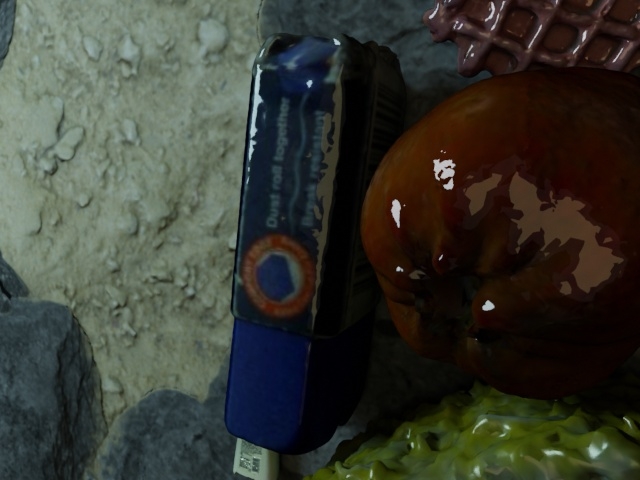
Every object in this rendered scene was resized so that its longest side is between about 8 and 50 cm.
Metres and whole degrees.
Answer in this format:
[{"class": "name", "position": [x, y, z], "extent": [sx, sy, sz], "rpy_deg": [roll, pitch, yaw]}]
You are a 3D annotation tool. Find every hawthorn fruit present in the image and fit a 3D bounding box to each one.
[{"class": "hawthorn fruit", "position": [0.161, -0.025, 0.394], "extent": [0.224, 0.261, 0.224], "rpy_deg": [34, 150, 23]}]

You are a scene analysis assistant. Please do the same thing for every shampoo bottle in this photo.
[{"class": "shampoo bottle", "position": [-0.063, 0.185, 0.581], "extent": [0.049, 0.034, 0.141], "rpy_deg": [9, 98, 25]}]

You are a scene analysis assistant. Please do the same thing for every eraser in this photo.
[{"class": "eraser", "position": [0.000, 0.000, 0.480], "extent": [0.101, 0.155, 0.332], "rpy_deg": [11, 100, 22]}]

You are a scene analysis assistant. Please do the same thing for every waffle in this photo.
[{"class": "waffle", "position": [0.191, -0.212, 0.413], "extent": [0.234, 0.055, 0.221], "rpy_deg": [-18, 113, 21]}]

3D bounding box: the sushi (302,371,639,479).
[{"class": "sushi", "position": [0.151, 0.312, 0.414], "extent": [0.351, 0.240, 0.397], "rpy_deg": [-19, 86, 21]}]
